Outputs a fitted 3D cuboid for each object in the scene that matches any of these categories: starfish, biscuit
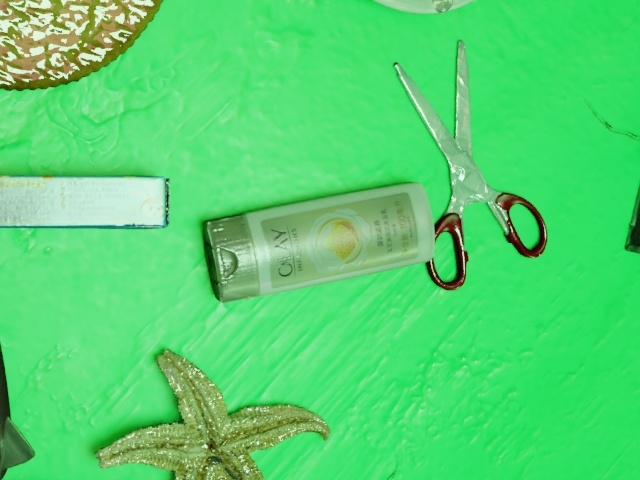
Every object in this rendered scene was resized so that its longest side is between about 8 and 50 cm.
[{"bbox_3d":[-0.102,0.214,1.037,0.240,0.043,0.228,-8,99,-20],"label":"starfish"},{"bbox_3d":[-0.274,-0.284,0.935,0.305,0.038,0.305,-4,100,-22],"label":"biscuit"}]

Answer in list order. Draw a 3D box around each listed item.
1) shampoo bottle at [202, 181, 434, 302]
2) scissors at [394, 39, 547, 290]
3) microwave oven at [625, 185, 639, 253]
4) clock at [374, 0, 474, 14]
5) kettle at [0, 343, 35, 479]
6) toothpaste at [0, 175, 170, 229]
[{"bbox_3d":[0.000,0.000,1.043,0.227,0.056,0.086,-10,97,-16],"label":"shampoo bottle"},{"bbox_3d":[0.150,-0.081,1.106,0.144,0.017,0.248,-21,99,-15],"label":"scissors"},{"bbox_3d":[0.493,-0.102,1.124,0.237,0.181,0.295,13,91,-19],"label":"microwave oven"},{"bbox_3d":[0.095,-0.343,1.045,0.236,0.053,0.237,-1,95,-15],"label":"clock"},{"bbox_3d":[-0.360,0.123,0.883,0.202,0.144,0.232,-6,120,-2],"label":"kettle"},{"bbox_3d":[-0.274,-0.035,0.950,0.266,0.065,0.050,-1,95,-17],"label":"toothpaste"}]
